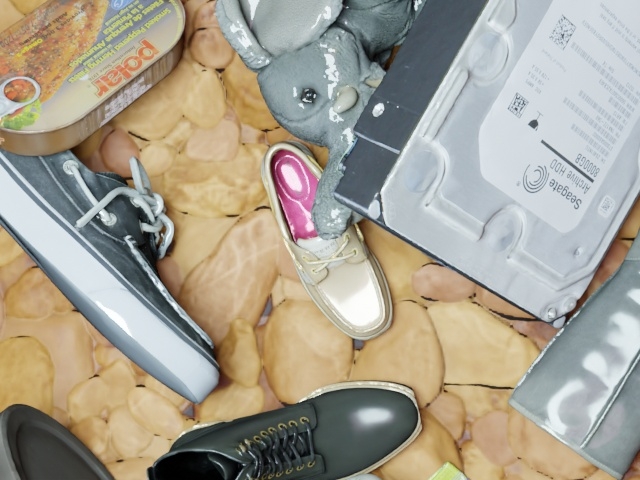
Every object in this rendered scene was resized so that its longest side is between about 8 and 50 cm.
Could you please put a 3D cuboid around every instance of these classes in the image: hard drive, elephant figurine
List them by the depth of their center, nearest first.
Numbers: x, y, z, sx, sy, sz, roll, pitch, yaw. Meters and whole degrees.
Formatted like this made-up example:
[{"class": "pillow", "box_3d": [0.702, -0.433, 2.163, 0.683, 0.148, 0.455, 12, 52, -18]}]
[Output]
[{"class": "hard drive", "box_3d": [0.172, -0.127, 0.945, 0.064, 0.237, 0.339, 31, 90, 49]}, {"class": "elephant figurine", "box_3d": [0.007, -0.150, 0.985, 0.169, 0.186, 0.239, 42, 86, -21]}]

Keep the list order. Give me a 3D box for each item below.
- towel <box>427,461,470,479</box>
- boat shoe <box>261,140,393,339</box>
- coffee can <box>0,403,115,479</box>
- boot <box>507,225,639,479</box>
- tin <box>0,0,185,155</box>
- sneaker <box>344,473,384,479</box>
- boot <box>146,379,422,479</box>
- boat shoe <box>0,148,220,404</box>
[{"class": "towel", "box_3d": [0.108, 0.217, 1.036, 0.060, 0.009, 0.083, -45, 84, 3]}, {"class": "boat shoe", "box_3d": [0.000, 0.000, 1.032, 0.063, 0.059, 0.170, -30, 85, 3]}, {"class": "coffee can", "box_3d": [-0.270, 0.280, 0.973, 0.275, 0.201, 0.201, -37, 84, 3]}, {"class": "boot", "box_3d": [0.268, 0.084, 0.995, 0.190, 0.076, 0.208, 30, 83, 20]}, {"class": "tin", "box_3d": [-0.183, -0.135, 1.024, 0.106, 0.040, 0.190, 34, 58, 24]}, {"class": "sneaker", "box_3d": [-0.025, 0.337, 0.993, 0.148, 0.131, 0.350, 36, 97, -1]}, {"class": "boot", "box_3d": [-0.023, 0.156, 0.988, 0.198, 0.137, 0.076, -18, 86, 4]}, {"class": "boat shoe", "box_3d": [-0.169, -0.010, 1.028, 0.105, 0.113, 0.306, -42, 71, -14]}]
